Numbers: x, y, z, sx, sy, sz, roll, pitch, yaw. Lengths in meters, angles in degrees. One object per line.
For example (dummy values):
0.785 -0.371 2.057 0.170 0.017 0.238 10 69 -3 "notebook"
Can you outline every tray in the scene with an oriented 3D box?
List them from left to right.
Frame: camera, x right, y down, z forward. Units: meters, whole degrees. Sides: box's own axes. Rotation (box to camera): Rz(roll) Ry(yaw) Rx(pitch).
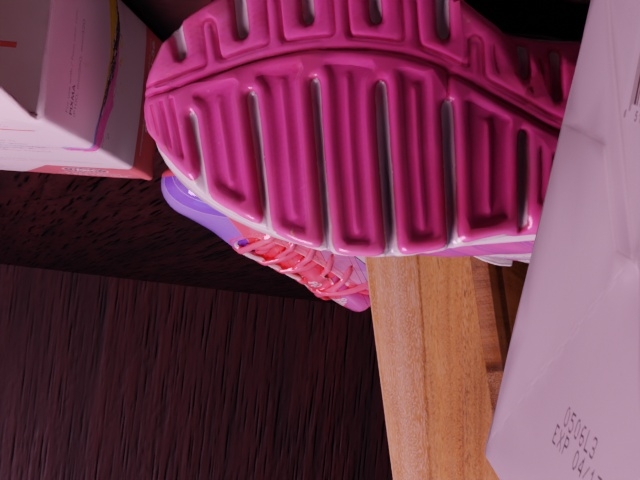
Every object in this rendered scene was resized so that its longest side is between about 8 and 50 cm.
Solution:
0.126 0.069 0.917 0.076 0.203 0.411 -10 169 17 "tray"

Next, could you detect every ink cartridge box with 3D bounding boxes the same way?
-0.137 -0.071 0.532 0.115 0.067 0.198 5 175 7 "ink cartridge box"

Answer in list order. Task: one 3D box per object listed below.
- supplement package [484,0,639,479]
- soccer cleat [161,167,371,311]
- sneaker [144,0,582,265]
0.219 0.030 0.381 0.293 0.175 0.177 10 -170 -9 "supplement package"
0.000 0.000 0.934 0.248 0.095 0.083 11 172 -44 "soccer cleat"
0.060 -0.033 0.530 0.252 0.103 0.111 7 172 -6 "sneaker"
